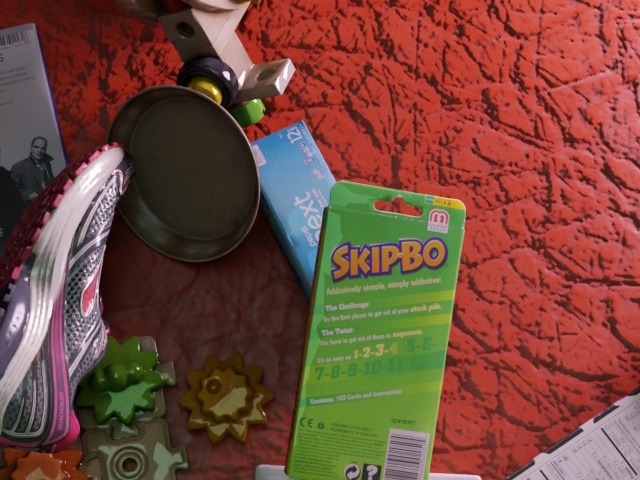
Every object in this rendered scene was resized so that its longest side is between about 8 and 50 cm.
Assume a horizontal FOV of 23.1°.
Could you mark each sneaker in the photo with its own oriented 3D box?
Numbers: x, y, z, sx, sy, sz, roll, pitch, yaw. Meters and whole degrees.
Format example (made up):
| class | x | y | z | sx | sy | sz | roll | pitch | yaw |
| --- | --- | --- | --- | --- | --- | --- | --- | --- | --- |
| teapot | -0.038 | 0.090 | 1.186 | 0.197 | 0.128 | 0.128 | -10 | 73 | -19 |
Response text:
| class | x | y | z | sx | sy | sz | roll | pitch | yaw |
| --- | --- | --- | --- | --- | --- | --- | --- | --- | --- |
| sneaker | -0.230 | 0.046 | 1.383 | 0.112 | 0.121 | 0.299 | 31 | 62 | -21 |

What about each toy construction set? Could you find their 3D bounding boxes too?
| class | x | y | z | sx | sy | sz | roll | pitch | yaw |
| --- | --- | --- | --- | --- | --- | --- | --- | --- | --- |
| toy construction set | -0.063 | -0.253 | 1.477 | 0.309 | 0.237 | 0.257 | -24 | 26 | 11 |

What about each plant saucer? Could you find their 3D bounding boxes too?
| class | x | y | z | sx | sy | sz | roll | pitch | yaw |
| --- | --- | --- | --- | --- | --- | --- | --- | --- | --- |
| plant saucer | -0.123 | -0.064 | 1.441 | 0.168 | 0.168 | 0.029 | 38 | 31 | 13 |

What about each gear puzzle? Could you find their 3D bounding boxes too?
| class | x | y | z | sx | sy | sz | roll | pitch | yaw |
| --- | --- | --- | --- | --- | --- | --- | --- | --- | --- |
| gear puzzle | -0.207 | 0.169 | 1.391 | 0.339 | 0.044 | 0.175 | -9 | 69 | -4 |

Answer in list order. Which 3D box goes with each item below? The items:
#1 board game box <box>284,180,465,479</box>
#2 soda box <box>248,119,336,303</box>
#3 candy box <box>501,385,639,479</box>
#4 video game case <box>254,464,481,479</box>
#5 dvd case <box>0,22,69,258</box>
| class | x | y | z | sx | sy | sz | roll | pitch | yaw |
| --- | --- | --- | --- | --- | --- | --- | --- | --- | --- |
| board game box | 0.049 | 0.084 | 1.358 | 0.124 | 0.039 | 0.259 | 9 | 88 | -9 |
| soda box | 0.000 | 0.000 | 1.441 | 0.067 | 0.071 | 0.210 | -24 | 71 | -9 |
| candy box | 0.238 | 0.194 | 1.311 | 0.233 | 0.159 | 0.071 | -30 | 72 | -17 |
| video game case | 0.038 | 0.291 | 1.358 | 0.201 | 0.023 | 0.183 | 3 | 69 | 0 |
| dvd case | -0.335 | -0.082 | 1.494 | 0.179 | 0.029 | 0.238 | -14 | 70 | -5 |
